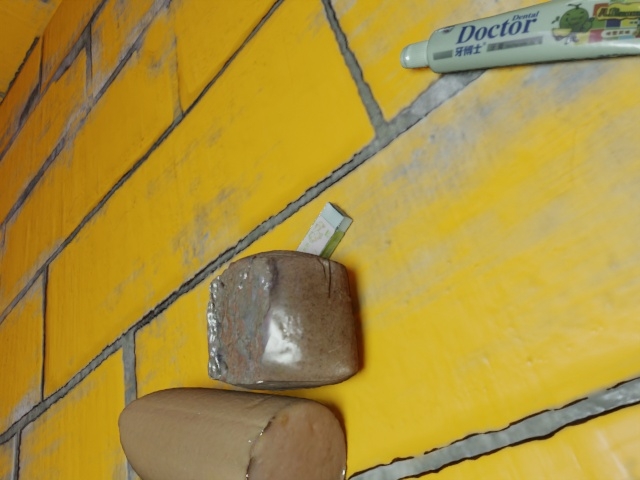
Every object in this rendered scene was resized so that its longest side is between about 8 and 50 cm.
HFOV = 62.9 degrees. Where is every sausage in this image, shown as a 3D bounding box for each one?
[{"bbox_3d":[-0.105,0.217,0.547,0.252,0.123,0.123,-8,70,43],"label":"sausage"}]

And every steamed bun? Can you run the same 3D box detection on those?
[{"bbox_3d":[-0.049,0.082,0.539,0.175,0.106,0.145,-15,75,37],"label":"steamed bun"}]

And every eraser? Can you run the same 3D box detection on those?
[{"bbox_3d":[0.000,0.000,0.592,0.083,0.019,0.038,-56,46,14],"label":"eraser"}]

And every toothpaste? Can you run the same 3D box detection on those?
[{"bbox_3d":[0.182,-0.184,0.469,0.255,0.037,0.067,7,81,42],"label":"toothpaste"}]
